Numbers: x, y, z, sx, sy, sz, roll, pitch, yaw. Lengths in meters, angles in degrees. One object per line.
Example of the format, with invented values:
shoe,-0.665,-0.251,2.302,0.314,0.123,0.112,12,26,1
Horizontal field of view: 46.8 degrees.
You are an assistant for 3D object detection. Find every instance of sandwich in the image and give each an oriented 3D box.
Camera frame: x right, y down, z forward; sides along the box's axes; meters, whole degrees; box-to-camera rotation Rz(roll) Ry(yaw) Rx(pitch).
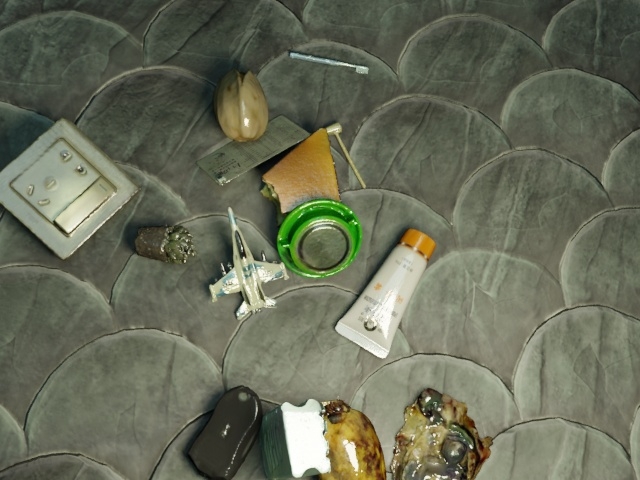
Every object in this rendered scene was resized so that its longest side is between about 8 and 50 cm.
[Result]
sandwich,-0.057,-0.158,1.835,0.186,0.108,0.220,-6,73,-10

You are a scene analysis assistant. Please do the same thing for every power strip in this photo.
power strip,-0.606,-0.119,1.757,0.251,0.092,0.257,43,70,-2

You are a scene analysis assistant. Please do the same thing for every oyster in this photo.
oyster,0.246,0.519,1.665,0.221,0.096,0.361,29,68,9

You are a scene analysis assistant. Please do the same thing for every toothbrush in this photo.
toothbrush,0.023,-0.481,2.004,0.219,0.016,0.019,11,79,-5

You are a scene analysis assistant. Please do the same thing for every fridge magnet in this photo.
fridge magnet,0.000,0.000,1.762,0.208,0.088,0.208,-5,117,-10

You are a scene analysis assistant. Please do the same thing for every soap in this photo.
soap,-0.064,0.426,1.566,0.094,0.261,0.150,0,70,-18

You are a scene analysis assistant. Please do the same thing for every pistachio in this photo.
pistachio,-0.201,-0.345,1.865,0.138,0.153,0.238,5,40,-16

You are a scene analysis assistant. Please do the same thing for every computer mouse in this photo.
computer mouse,-0.203,0.425,1.636,0.122,0.073,0.217,28,82,22

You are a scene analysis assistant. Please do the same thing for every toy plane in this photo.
toy plane,-0.182,0.050,1.753,0.192,0.088,0.262,-16,89,-15

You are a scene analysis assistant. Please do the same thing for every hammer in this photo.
hammer,0.063,-0.213,1.916,0.060,0.028,0.195,-25,78,-9

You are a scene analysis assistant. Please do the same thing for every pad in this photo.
pad,-0.170,-0.231,1.845,0.265,0.009,0.159,-31,39,-16

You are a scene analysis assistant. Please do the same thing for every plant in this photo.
plant,-0.363,0.010,1.752,0.143,0.094,0.092,6,56,6

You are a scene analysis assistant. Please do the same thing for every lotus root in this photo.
lotus root,0.067,0.481,1.610,0.141,0.169,0.314,-23,79,21

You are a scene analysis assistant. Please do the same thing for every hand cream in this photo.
hand cream,0.164,0.118,1.794,0.140,0.089,0.314,28,78,5
